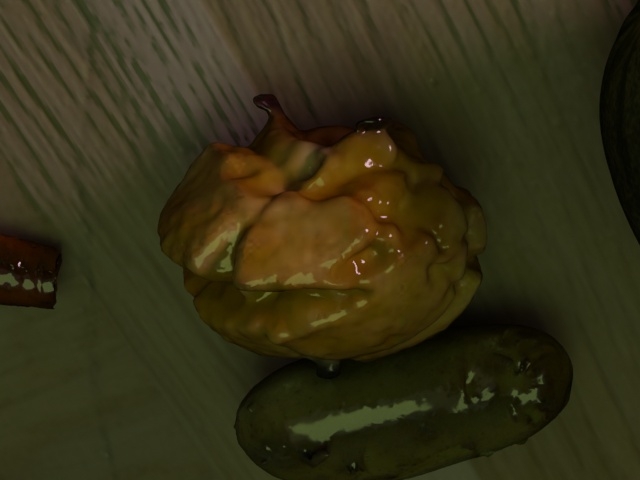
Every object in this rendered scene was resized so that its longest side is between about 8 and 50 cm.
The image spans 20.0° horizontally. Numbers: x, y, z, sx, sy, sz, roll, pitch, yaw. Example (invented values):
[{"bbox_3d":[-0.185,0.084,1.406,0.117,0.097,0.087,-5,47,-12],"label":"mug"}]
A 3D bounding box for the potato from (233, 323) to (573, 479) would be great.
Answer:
[{"bbox_3d":[0.048,0.089,1.004,0.188,0.105,0.085,-13,72,9],"label":"potato"}]

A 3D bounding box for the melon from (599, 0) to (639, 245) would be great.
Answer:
[{"bbox_3d":[0.275,-0.029,0.844,0.302,0.237,0.237,31,115,-6],"label":"melon"}]

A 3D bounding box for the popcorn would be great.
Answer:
[{"bbox_3d":[0.000,0.000,0.933,0.167,0.148,0.152,-2,94,-6],"label":"popcorn"}]

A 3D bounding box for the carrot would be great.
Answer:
[{"bbox_3d":[-0.224,0.006,1.004,0.162,0.055,0.055,12,117,-10],"label":"carrot"}]
